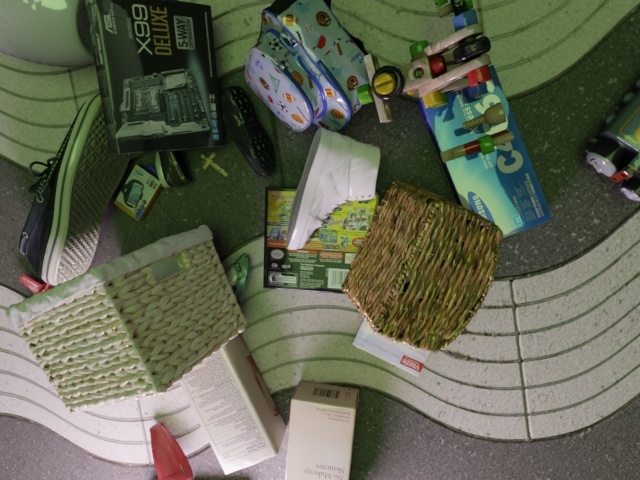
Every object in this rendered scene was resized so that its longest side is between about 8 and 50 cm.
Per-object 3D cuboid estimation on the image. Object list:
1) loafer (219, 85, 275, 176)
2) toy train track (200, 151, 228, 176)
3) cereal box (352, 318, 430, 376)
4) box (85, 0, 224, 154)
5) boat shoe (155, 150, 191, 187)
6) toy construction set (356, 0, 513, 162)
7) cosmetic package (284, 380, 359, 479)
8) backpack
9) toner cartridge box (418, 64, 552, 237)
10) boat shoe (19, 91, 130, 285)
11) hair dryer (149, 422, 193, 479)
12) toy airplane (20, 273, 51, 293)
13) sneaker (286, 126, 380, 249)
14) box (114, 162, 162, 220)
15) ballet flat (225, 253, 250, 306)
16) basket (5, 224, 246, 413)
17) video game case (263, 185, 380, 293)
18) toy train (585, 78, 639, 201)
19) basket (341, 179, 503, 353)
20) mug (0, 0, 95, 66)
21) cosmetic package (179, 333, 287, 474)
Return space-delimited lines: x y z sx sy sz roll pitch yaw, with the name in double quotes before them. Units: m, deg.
"loafer" -0.176 -0.251 1.067 0.078 0.076 0.224 -19 98 45
"toy train track" -0.262 -0.185 1.111 0.083 0.014 0.048 38 101 2
"cereal box" 0.201 0.173 1.053 0.172 0.047 0.240 26 101 6
"box" -0.347 -0.350 0.978 0.076 0.242 0.308 15 112 49
"boat shoe" -0.366 -0.244 1.089 0.068 0.081 0.228 -8 103 7
"toy construction set" 0.211 -0.279 0.870 0.237 0.258 0.309 -18 121 22
"cosmetic package" 0.001 0.520 1.108 0.160 0.113 0.310 5 97 8
"backpack" -0.017 -0.349 0.930 0.263 0.276 0.213 38 85 -11
"toner cartridge box" 0.355 -0.179 0.988 0.165 0.075 0.348 -23 93 12
"boat shoe" -0.597 -0.126 1.078 0.155 0.187 0.501 30 109 9
"hair dryer" -0.420 0.631 1.179 0.223 0.080 0.294 -5 83 32
"toy airplane" -0.756 0.160 1.219 0.151 0.028 0.152 1 96 10
"sneaker" 0.032 -0.087 0.993 0.169 0.108 0.293 11 123 -17
"box" -0.453 -0.127 1.140 0.081 0.028 0.136 35 103 4
"ballet flat" -0.220 0.123 1.110 0.070 0.070 0.189 12 98 7
"basket" -0.402 0.168 0.986 0.331 0.328 0.267 -20 96 28
"video game case" 0.000 0.000 1.084 0.274 0.035 0.249 3 97 9
"toy train" 0.700 -0.245 0.905 0.190 0.142 0.334 40 103 14
"basket" 0.216 0.052 0.962 0.213 0.223 0.300 20 101 -20
"mug" -0.594 -0.568 1.003 0.327 0.276 0.374 21 66 8
"cosmetic package" -0.219 0.390 1.116 0.153 0.129 0.297 -24 92 9
